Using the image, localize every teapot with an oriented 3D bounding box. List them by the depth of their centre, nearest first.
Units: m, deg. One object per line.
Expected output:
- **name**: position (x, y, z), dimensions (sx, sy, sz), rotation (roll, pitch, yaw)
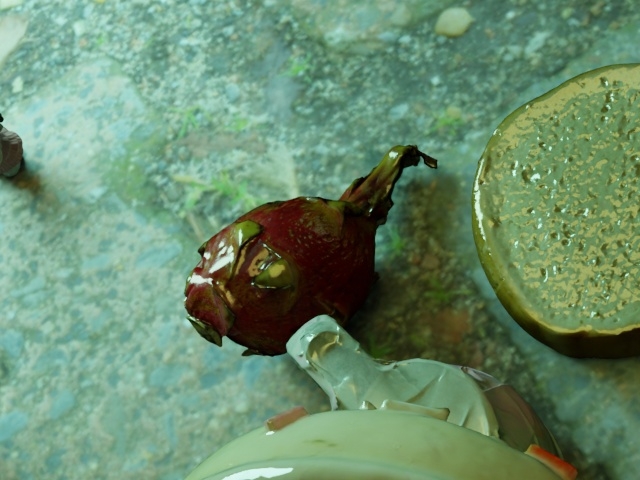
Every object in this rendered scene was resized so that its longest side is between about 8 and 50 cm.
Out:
- **teapot**: position (0.077, 0.137, 1.153), dimensions (0.163, 0.178, 0.221), rotation (-21, 61, 8)

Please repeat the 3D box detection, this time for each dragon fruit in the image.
- **dragon fruit**: position (0.000, 0.000, 1.284), dimensions (0.125, 0.125, 0.246), rotation (46, 65, 1)

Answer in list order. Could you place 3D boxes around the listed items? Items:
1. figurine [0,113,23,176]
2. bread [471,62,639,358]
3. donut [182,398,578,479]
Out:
- **figurine**: position (-0.307, -0.095, 1.416), dimensions (0.072, 0.129, 0.054), rotation (9, 80, 12)
- **bread**: position (0.226, -0.023, 1.236), dimensions (0.236, 0.070, 0.236), rotation (-7, 66, 15)
- **donut**: position (0.053, 0.257, 1.017), dimensions (0.382, 0.382, 0.142), rotation (3, 39, 20)
